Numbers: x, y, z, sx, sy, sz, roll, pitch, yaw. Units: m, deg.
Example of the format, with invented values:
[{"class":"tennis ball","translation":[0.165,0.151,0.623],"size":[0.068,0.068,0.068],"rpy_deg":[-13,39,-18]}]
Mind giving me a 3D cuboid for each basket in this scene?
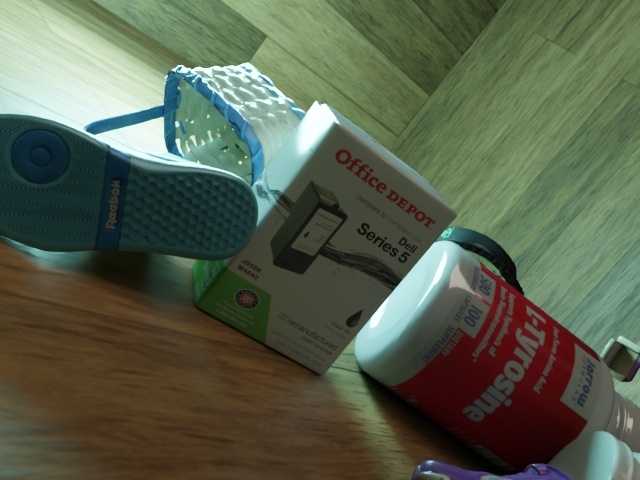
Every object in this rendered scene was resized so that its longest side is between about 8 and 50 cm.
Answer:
[{"class":"basket","translation":[-0.166,-0.129,0.977],"size":[0.288,0.201,0.255],"rpy_deg":[-23,56,-34]}]

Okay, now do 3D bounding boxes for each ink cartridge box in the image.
[{"class":"ink cartridge box","translation":[0.000,0.000,0.825],"size":[0.198,0.273,0.115],"rpy_deg":[33,13,-23]}]

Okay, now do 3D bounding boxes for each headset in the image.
[{"class":"headset","translation":[0.278,0.158,1.247],"size":[0.394,0.243,0.185],"rpy_deg":[52,31,-23]}]

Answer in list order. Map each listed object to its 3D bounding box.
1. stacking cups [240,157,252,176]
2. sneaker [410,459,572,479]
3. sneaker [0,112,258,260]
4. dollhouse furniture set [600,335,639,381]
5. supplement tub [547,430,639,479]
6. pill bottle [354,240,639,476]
[{"class":"stacking cups","translation":[-0.100,-0.026,1.093],"size":[0.096,0.096,0.316],"rpy_deg":[29,19,-38]},{"class":"sneaker","translation":[0.210,0.278,0.692],"size":[0.236,0.095,0.105],"rpy_deg":[20,43,7]},{"class":"sneaker","translation":[-0.249,-0.057,0.734],"size":[0.318,0.127,0.208],"rpy_deg":[15,3,-30]},{"class":"dollhouse furniture set","translation":[0.598,0.367,1.200],"size":[0.303,0.287,0.198],"rpy_deg":[33,7,38]},{"class":"supplement tub","translation":[0.402,0.383,0.797],"size":[0.272,0.191,0.191],"rpy_deg":[40,12,3]},{"class":"pill bottle","translation":[0.271,0.203,0.982],"size":[0.407,0.229,0.229],"rpy_deg":[36,12,-9]}]
